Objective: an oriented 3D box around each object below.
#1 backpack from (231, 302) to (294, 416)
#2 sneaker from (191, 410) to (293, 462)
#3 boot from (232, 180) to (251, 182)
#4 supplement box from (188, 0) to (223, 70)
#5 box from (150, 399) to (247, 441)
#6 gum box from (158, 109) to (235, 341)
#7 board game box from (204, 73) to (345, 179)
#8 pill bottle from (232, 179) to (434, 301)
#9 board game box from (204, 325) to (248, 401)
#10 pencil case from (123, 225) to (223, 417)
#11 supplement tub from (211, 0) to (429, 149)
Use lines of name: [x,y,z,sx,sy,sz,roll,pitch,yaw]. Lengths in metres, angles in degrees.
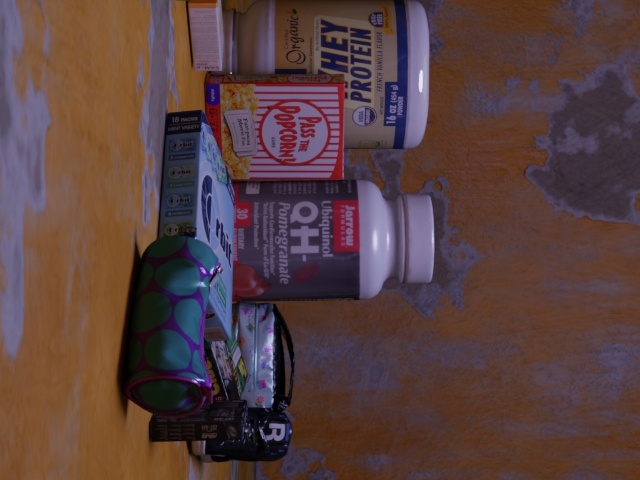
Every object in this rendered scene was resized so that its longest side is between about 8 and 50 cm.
backpack: [-0.103,0.182,1.682,0.152,0.115,0.182,162,-73,-77]
sneaker: [-0.095,0.230,1.397,0.217,0.121,0.079,92,-3,-73]
boot: [-0.120,-0.078,1.799,0.059,0.084,0.158,87,1,-71]
supplement box: [-0.138,-0.262,1.358,0.098,0.036,0.062,90,-1,-45]
box: [-0.110,0.164,1.027,0.067,0.083,0.018,-98,-174,-81]
gum box: [-0.123,-0.012,1.142,0.157,0.041,0.184,73,14,-60]
board game box: [-0.062,-0.160,1.585,0.045,0.193,0.147,-92,-179,-62]
pill bottle: [0.000,0.000,1.631,0.176,0.318,0.176,179,-90,-90]
board game box: [-0.123,0.125,1.324,0.260,0.030,0.136,-96,166,-88]
pencil case: [-0.116,0.065,0.899,0.064,0.070,0.152,91,0,-49]
supplement tub: [-0.002,-0.251,1.703,0.228,0.316,0.228,180,-90,-89]
